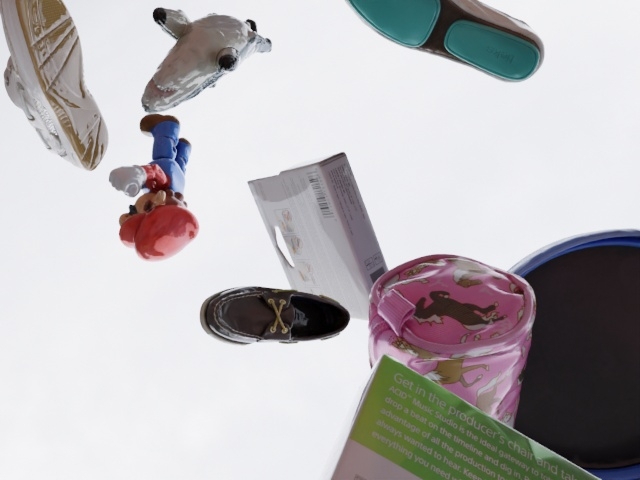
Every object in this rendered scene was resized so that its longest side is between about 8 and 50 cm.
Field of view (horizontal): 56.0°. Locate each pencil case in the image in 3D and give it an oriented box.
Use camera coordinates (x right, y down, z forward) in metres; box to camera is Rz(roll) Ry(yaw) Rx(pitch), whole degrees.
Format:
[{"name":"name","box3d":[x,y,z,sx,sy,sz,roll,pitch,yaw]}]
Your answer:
[{"name":"pencil case","box3d":[0.131,0.199,0.667,0.160,0.387,0.167,15,-144,25]}]

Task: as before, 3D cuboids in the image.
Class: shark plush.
[{"name":"shark plush","box3d":[-0.091,-0.155,0.498,0.073,0.067,0.161,28,-145,-3]}]

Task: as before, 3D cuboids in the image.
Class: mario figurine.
[{"name":"mario figurine","box3d":[-0.334,-0.096,1.163,0.170,0.198,0.321,-36,-137,31]}]

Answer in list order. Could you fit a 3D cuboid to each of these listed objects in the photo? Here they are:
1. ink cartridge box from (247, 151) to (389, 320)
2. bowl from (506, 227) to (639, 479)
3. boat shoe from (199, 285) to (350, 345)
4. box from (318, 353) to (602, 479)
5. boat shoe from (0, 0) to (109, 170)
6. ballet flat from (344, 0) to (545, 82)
[{"name":"ink cartridge box","box3d":[0.000,0.000,1.036,0.060,0.275,0.238,-29,-165,-30]},{"name":"bowl","box3d":[0.375,0.170,0.782,0.390,0.077,0.392,2,-76,6]},{"name":"boat shoe","box3d":[-0.055,0.101,0.823,0.068,0.227,0.081,-13,-105,44]},{"name":"box","box3d":[0.074,0.243,0.309,0.232,0.059,0.322,30,-133,3]},{"name":"boat shoe","box3d":[-0.357,-0.202,0.765,0.096,0.277,0.098,13,-130,9]},{"name":"ballet flat","box3d":[0.224,-0.414,1.113,0.400,0.139,0.139,24,-105,-2]}]
